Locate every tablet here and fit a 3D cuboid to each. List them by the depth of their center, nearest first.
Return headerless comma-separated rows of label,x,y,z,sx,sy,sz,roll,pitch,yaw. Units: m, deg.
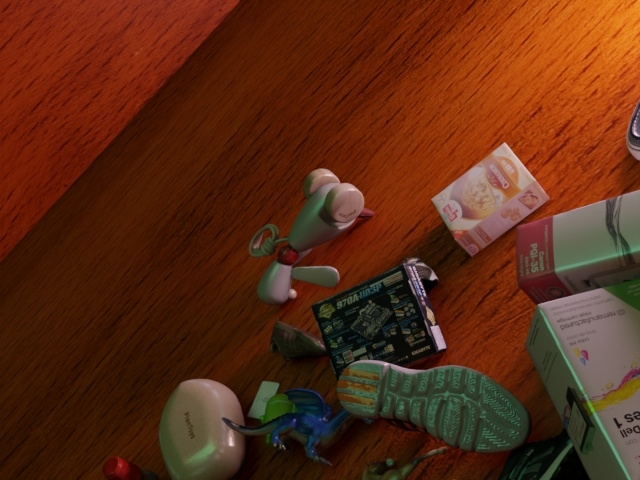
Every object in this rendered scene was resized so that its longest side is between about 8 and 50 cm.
tablet,-0.120,0.334,1.779,0.054,0.006,0.083,-2,56,45

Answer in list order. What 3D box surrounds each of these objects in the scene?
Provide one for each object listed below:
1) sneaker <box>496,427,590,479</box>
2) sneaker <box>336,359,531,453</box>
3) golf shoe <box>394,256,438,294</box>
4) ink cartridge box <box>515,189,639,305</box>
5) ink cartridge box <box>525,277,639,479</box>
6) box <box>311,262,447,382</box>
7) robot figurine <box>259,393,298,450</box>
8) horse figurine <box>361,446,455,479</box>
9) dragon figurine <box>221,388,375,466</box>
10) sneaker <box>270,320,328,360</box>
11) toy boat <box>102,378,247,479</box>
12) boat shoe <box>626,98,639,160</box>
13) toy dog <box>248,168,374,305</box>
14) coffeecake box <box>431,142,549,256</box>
sneaker,0.337,0.320,1.247,0.283,0.107,0.124,-46,30,2
sneaker,0.201,0.267,1.388,0.321,0.180,0.124,12,80,30
golf shoe,0.146,0.122,1.646,0.198,0.077,0.094,-50,36,-2
ink cartridge box,0.469,0.036,1.283,0.283,0.207,0.117,-18,46,34
ink cartridge box,0.428,0.202,1.133,0.201,0.117,0.278,-13,53,-7
box,0.106,0.163,1.595,0.220,0.051,0.175,-27,76,27
robot figurine,-0.077,0.351,1.667,0.101,0.067,0.115,-28,40,31
horse figurine,0.135,0.445,1.365,0.175,0.066,0.263,-22,40,23
dragon figurine,-0.029,0.328,1.578,0.289,0.085,0.144,9,69,26
sneaker,-0.042,0.224,1.769,0.188,0.066,0.071,17,86,57
toy boat,-0.288,0.436,1.762,0.318,0.148,0.267,-31,44,10
boat shoe,0.620,-0.314,1.499,0.127,0.158,0.340,15,68,51
toy dog,0.000,0.000,1.887,0.333,0.161,0.220,-46,36,28
coffeecake box,0.327,-0.080,1.657,0.185,0.068,0.142,-39,38,13
